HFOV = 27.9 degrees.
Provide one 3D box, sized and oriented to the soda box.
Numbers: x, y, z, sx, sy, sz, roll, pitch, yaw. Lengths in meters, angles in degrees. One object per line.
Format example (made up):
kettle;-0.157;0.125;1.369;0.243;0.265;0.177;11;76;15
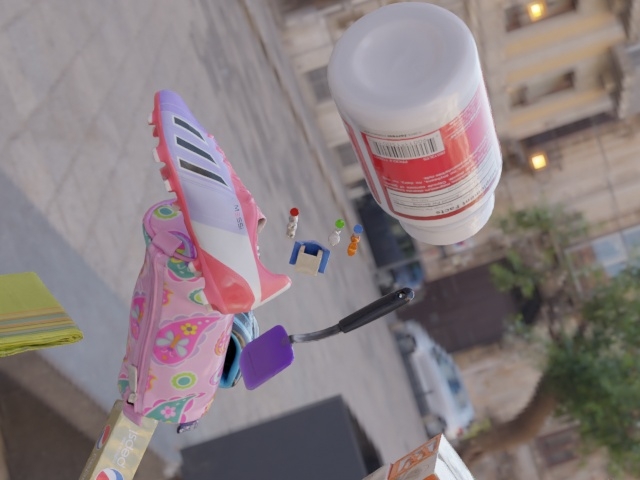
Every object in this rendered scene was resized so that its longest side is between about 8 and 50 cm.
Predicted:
soda box;-0.308;0.330;1.915;0.061;0.181;0.058;29;-15;-19

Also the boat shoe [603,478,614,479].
boat shoe;0.380;0.454;1.625;0.091;0.109;0.305;114;-27;-55

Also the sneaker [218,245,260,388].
sneaker;-0.168;0.096;2.258;0.140;0.125;0.341;-72;155;-67

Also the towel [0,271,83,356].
towel;-0.369;0.086;1.568;0.237;0.102;0.021;-147;-125;-60

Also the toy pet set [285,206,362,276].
toy pet set;0.000;0.000;2.123;0.065;0.122;0.114;-73;179;-68

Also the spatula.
spatula;0.008;0.139;1.987;0.030;0.296;0.084;65;2;-50

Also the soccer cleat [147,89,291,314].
soccer cleat;-0.108;-0.044;1.321;0.083;0.095;0.248;91;-19;-77

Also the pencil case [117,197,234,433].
pencil case;-0.163;0.089;1.473;0.124;0.124;0.284;-104;-156;-48

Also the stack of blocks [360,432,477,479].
stack of blocks;0.012;0.293;0.909;0.171;0.297;0.087;54;13;-3

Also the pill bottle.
pill bottle;0.165;-0.167;2.049;0.408;0.229;0.229;64;8;-56
